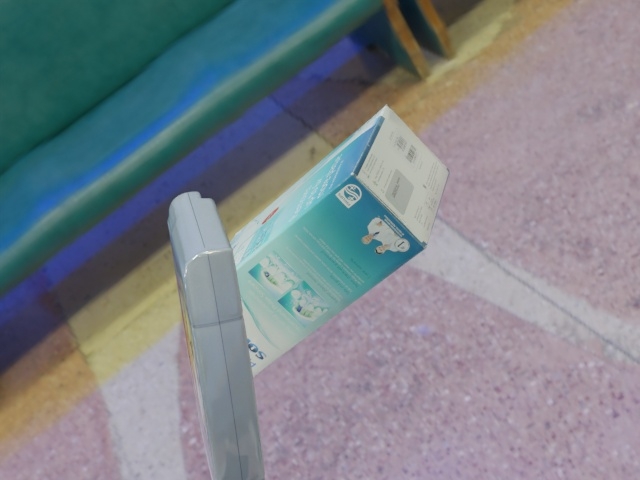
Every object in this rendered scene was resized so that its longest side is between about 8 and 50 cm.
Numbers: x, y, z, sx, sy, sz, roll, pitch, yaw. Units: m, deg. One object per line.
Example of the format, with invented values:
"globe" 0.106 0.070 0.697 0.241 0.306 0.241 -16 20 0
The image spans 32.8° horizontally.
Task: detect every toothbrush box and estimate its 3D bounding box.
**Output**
"toothbrush box" 0.000 0.000 1.334 0.295 0.126 0.216 -40 12 30

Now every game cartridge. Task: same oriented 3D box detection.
"game cartridge" -0.100 0.119 1.066 0.060 0.294 0.196 -11 23 -13
